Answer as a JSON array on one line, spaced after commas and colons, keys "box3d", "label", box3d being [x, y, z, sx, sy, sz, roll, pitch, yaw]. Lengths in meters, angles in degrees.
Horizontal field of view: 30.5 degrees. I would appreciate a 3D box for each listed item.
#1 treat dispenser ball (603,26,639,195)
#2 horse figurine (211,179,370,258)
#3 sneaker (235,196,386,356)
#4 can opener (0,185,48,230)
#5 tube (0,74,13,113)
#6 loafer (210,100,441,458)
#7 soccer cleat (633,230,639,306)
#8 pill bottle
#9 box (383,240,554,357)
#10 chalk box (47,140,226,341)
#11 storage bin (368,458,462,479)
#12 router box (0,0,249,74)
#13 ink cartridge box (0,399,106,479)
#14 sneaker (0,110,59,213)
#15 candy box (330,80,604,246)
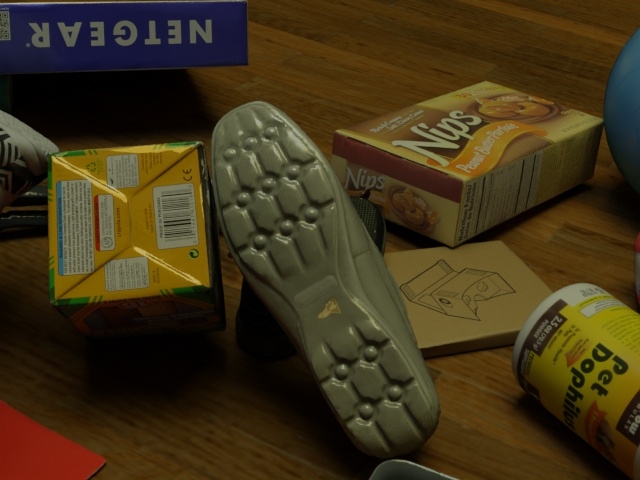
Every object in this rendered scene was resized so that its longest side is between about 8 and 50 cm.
[{"box3d": [0.481, -0.155, 1.381, 0.288, 0.288, 0.288, 6, 30, -3], "label": "treat dispenser ball"}, {"box3d": [-0.084, -0.034, 1.261, 0.263, 0.066, 0.174, -10, 40, -24], "label": "horse figurine"}, {"box3d": [0.000, 0.000, 1.124, 0.087, 0.130, 0.227, 26, 43, 23], "label": "sneaker"}, {"box3d": [-0.311, -0.035, 1.210, 0.186, 0.059, 0.073, -6, 32, -22], "label": "can opener"}, {"box3d": [-0.485, -0.183, 1.442, 0.207, 0.052, 0.080, 0, 23, -8], "label": "tube"}, {"box3d": [0.001, 0.033, 0.989, 0.112, 0.319, 0.111, -25, -8, 5], "label": "loafer"}, {"box3d": [0.363, 0.076, 1.174, 0.083, 0.095, 0.248, 2, 44, -3], "label": "soccer cleat"}, {"box3d": [0.272, 0.134, 0.998, 0.117, 0.117, 0.215, -13, 35, -32], "label": "pill bottle"}, {"box3d": [0.138, 0.057, 1.199, 0.201, 0.021, 0.164, -6, 32, -24], "label": "box"}, {"box3d": [-0.155, 0.012, 1.035, 0.132, 0.213, 0.132, -5, 74, -3], "label": "chalk box"}, {"box3d": [0.089, 0.225, 0.821, 0.135, 0.091, 0.098, 18, 31, 16], "label": "storage bin"}, {"box3d": [-0.295, -0.262, 1.493, 0.336, 0.082, 0.301, -6, 12, -23], "label": "router box"}, {"box3d": [-0.393, 0.118, 0.853, 0.385, 0.091, 0.308, 27, 33, 18], "label": "ink cartridge box"}, {"box3d": [-0.331, -0.023, 0.913, 0.137, 0.210, 0.366, 34, 2, -2], "label": "sneaker"}, {"box3d": [0.179, -0.101, 1.402, 0.183, 0.087, 0.316, 24, 32, 34], "label": "candy box"}]
